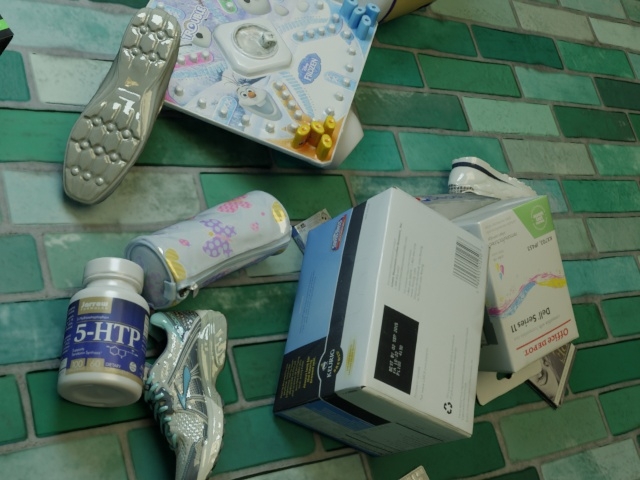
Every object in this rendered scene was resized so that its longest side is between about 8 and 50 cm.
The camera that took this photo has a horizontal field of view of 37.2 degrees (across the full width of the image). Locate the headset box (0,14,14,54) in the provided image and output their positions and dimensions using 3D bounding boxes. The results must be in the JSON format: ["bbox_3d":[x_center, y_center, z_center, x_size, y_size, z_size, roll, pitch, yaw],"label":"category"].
[{"bbox_3d":[-0.594,-0.308,1.267,0.246,0.131,0.283,-34,92,-44],"label":"headset box"}]

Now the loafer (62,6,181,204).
[{"bbox_3d":[-0.294,-0.197,1.440,0.112,0.111,0.319,25,79,-1],"label":"loafer"}]

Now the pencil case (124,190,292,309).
[{"bbox_3d":[-0.167,0.011,1.453,0.273,0.124,0.113,-28,121,-46],"label":"pencil case"}]

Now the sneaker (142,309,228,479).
[{"bbox_3d":[-0.205,0.227,1.343,0.122,0.110,0.283,11,55,-20],"label":"sneaker"}]

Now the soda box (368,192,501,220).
[{"bbox_3d":[0.216,-0.033,1.794,0.286,0.091,0.098,-6,105,-41],"label":"soda box"}]

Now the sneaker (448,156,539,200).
[{"bbox_3d":[0.359,-0.089,1.982,0.235,0.090,0.094,22,68,-25],"label":"sneaker"}]

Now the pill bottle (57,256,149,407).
[{"bbox_3d":[-0.292,0.124,1.300,0.112,0.112,0.186,19,56,-31],"label":"pill bottle"}]

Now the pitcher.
[{"bbox_3d":[-0.039,-0.206,1.682,0.207,0.125,0.177,39,52,-4],"label":"pitcher"}]

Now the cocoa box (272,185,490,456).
[{"bbox_3d":[0.101,0.138,1.525,0.231,0.228,0.347,29,56,-28],"label":"cocoa box"}]

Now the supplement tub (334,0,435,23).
[{"bbox_3d":[0.128,-0.570,1.923,0.331,0.241,0.241,-31,89,-44],"label":"supplement tub"}]

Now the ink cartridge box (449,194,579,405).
[{"bbox_3d":[0.356,0.113,1.758,0.207,0.119,0.353,-21,99,-37],"label":"ink cartridge box"}]

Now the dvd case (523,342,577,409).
[{"bbox_3d":[0.425,0.210,1.912,0.221,0.018,0.164,43,47,-14],"label":"dvd case"}]

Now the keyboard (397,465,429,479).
[{"bbox_3d":[0.201,0.505,1.575,0.072,0.014,0.256,-20,81,-44],"label":"keyboard"}]

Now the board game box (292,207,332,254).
[{"bbox_3d":[0.000,0.000,1.670,0.090,0.020,0.090,-32,90,-45],"label":"board game box"}]

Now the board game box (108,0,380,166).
[{"bbox_3d":[-0.113,-0.346,1.646,0.390,0.050,0.390,22,53,-5],"label":"board game box"}]
